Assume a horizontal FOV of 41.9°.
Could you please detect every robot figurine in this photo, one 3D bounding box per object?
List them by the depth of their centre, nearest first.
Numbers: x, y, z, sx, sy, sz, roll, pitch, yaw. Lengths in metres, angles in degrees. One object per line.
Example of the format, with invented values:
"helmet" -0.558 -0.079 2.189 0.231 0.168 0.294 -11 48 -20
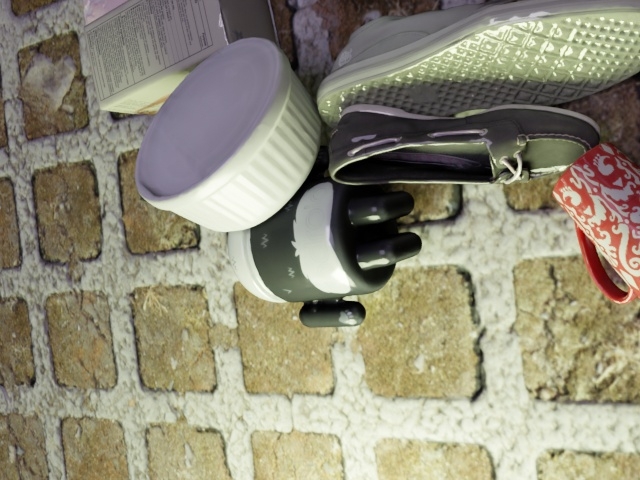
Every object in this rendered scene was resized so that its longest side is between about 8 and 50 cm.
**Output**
"robot figurine" 0.001 -0.002 1.177 0.278 0.173 0.209 -10 54 35

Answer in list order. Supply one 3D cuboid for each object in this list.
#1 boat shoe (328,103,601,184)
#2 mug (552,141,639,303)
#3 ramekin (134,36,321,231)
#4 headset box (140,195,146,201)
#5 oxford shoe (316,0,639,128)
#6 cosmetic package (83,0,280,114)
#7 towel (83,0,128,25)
"boat shoe" 0.170 -0.103 1.041 0.335 0.112 0.095 5 58 20
"mug" 0.346 -0.011 0.967 0.150 0.113 0.169 -50 64 26
"ramekin" -0.119 -0.134 1.154 0.273 0.127 0.273 -26 43 28
"headset box" -0.267 -0.096 1.407 0.032 0.083 0.062 12 102 33
"oxford shoe" 0.194 -0.239 1.038 0.449 0.169 0.130 -8 54 34
"cosmetic package" -0.224 -0.316 1.328 0.296 0.129 0.153 -14 84 36
"towel" -0.299 -0.538 1.408 0.332 0.053 0.317 -11 88 36
